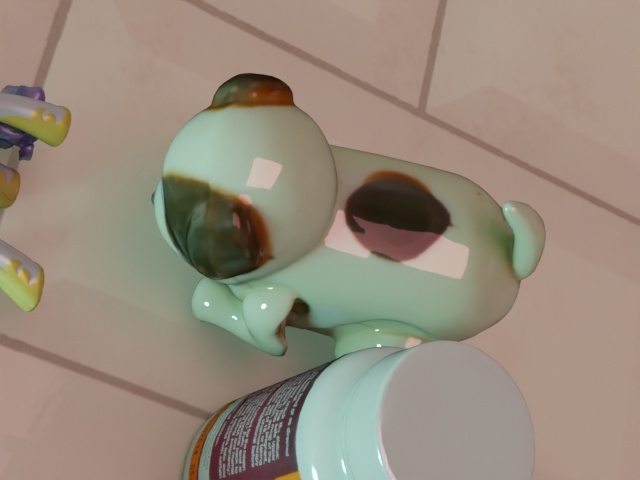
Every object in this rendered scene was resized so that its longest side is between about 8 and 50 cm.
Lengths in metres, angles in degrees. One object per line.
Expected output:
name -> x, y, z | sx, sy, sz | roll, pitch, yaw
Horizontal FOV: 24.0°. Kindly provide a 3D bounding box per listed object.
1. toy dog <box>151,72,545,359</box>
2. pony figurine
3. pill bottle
toy dog -> 0.000, 0.000, 1.654 | 0.408, 0.395, 0.284 | 27, 71, -32
pony figurine -> -0.434, -0.117, 1.514 | 0.363, 0.303, 0.351 | 19, 73, -42
pill bottle -> 0.033, 0.237, 1.582 | 0.224, 0.392, 0.224 | 10, 69, -28
